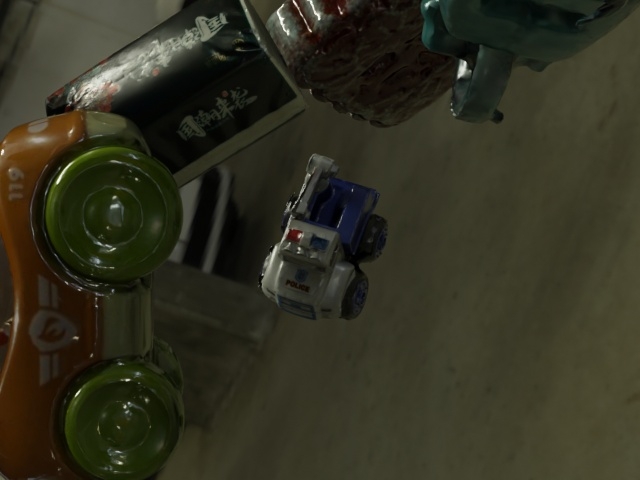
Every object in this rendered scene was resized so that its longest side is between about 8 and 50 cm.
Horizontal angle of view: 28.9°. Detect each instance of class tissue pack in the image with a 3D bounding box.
[{"bbox_3d":[-0.105,-0.098,0.887,0.170,0.090,0.103,-30,45,6],"label":"tissue pack"}]

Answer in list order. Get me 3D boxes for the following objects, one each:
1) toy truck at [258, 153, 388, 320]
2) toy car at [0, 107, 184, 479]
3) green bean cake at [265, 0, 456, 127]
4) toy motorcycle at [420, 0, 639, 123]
[{"bbox_3d":[0.000,0.000,1.788,0.177,0.161,0.213,75,-146,-68],"label":"toy truck"},{"bbox_3d":[-0.186,0.038,0.708,0.145,0.235,0.235,-151,81,-82],"label":"toy car"},{"bbox_3d":[0.073,-0.217,1.302,0.199,0.233,0.097,-37,60,17],"label":"green bean cake"},{"bbox_3d":[0.092,-0.161,0.462,0.260,0.154,0.206,121,159,-82],"label":"toy motorcycle"}]
